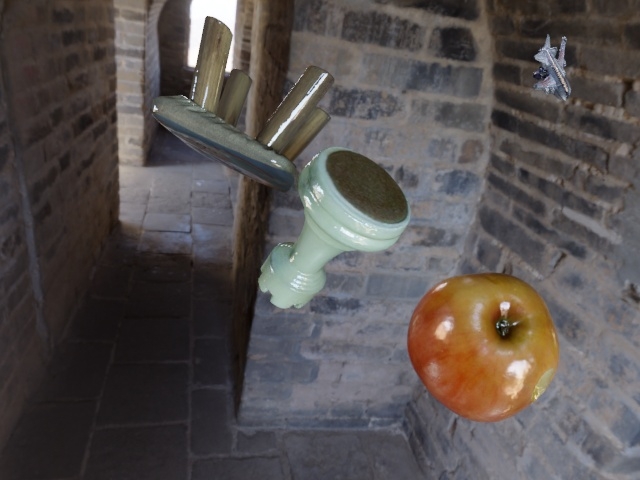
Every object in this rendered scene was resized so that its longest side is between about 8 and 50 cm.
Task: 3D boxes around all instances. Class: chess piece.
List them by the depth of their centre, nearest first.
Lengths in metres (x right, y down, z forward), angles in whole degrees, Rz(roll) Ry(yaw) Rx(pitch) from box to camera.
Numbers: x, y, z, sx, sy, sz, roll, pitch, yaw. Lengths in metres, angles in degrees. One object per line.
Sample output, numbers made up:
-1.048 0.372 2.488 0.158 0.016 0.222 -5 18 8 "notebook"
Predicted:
0.000 0.000 0.771 0.195 0.299 0.194 22 42 -21 "chess piece"

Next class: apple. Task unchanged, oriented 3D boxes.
0.273 0.178 0.732 0.242 0.241 0.242 1 57 -1 "apple"

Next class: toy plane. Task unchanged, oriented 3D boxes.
0.279 -0.201 0.514 0.031 0.078 0.083 22 -18 51 "toy plane"

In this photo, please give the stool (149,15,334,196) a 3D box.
-0.142 -0.259 0.899 0.311 0.226 0.310 25 -2 2 "stool"
